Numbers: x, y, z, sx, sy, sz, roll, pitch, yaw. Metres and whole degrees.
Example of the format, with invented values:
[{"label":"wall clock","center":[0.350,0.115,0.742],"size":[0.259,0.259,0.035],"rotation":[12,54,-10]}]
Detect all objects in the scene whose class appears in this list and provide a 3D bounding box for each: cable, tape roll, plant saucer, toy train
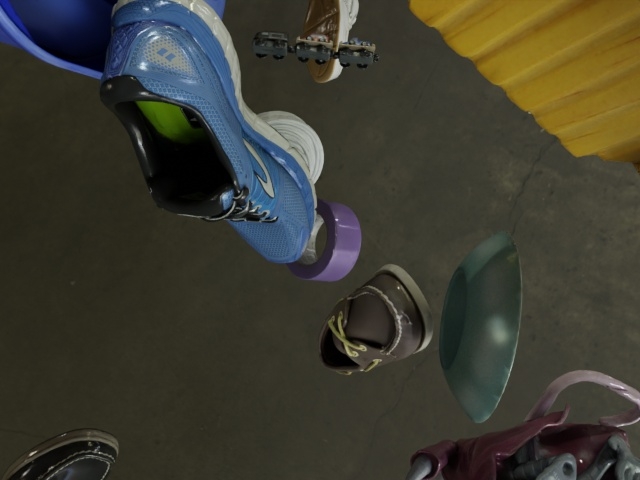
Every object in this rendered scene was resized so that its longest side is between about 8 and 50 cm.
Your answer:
[{"label":"cable","center":[-0.119,-0.213,1.369],"size":[0.257,0.257,0.089],"rotation":[-30,38,6]},{"label":"tape roll","center":[0.000,0.000,1.203],"size":[0.188,0.080,0.189],"rotation":[-11,75,47]},{"label":"plant saucer","center":[0.153,0.083,0.531],"size":[0.037,0.195,0.195],"rotation":[10,62,4]},{"label":"toy train","center":[-0.006,-0.239,0.645],"size":[0.158,0.027,0.036],"rotation":[5,60,-4]}]

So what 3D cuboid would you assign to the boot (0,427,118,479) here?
[{"label":"boot","center":[-0.417,0.477,0.715],"size":[0.377,0.138,0.284],"rotation":[-40,41,3]}]

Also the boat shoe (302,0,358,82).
[{"label":"boat shoe","center":[0.031,-0.438,0.985],"size":[0.098,0.096,0.277],"rotation":[8,98,42]}]

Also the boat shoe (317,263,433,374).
[{"label":"boat shoe","center":[0.061,0.125,0.717],"size":[0.096,0.324,0.117],"rotation":[-24,76,-15]}]

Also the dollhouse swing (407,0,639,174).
[{"label":"dollhouse swing","center":[0.204,-0.037,0.223],"size":[0.315,0.346,0.305],"rotation":[-21,50,51]}]

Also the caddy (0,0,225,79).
[{"label":"caddy","center":[-0.221,-0.286,0.518],"size":[0.179,0.341,0.242],"rotation":[18,99,19]}]

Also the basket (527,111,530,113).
[{"label":"basket","center":[0.290,-0.224,0.570],"size":[0.167,0.103,0.114],"rotation":[-16,81,19]}]

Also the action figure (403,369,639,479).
[{"label":"action figure","center":[0.256,0.333,0.786],"size":[0.248,0.370,0.276],"rotation":[32,60,-5]}]

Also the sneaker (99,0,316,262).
[{"label":"sneaker","center":[-0.105,-0.063,0.512],"size":[0.129,0.330,0.147],"rotation":[-7,54,23]}]
